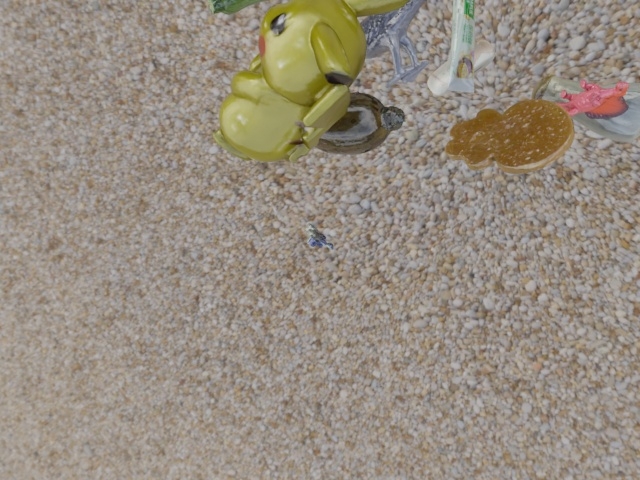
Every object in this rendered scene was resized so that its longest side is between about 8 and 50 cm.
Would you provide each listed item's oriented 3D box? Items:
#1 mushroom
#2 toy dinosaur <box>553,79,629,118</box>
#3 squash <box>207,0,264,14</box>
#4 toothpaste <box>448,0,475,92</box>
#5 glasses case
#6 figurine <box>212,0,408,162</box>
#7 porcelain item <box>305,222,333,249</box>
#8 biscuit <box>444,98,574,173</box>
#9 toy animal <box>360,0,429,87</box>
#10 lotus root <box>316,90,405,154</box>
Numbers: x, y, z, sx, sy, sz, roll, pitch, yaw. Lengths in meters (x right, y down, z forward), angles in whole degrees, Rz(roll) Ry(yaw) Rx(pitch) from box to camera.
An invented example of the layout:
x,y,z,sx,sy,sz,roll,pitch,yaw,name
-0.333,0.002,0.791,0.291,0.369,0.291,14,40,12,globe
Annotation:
x,y,z,sx,sy,sz,roll,pitch,yaw,name
0.758,-0.386,1.368,0.329,0.122,0.159,33,108,36,mushroom
0.676,-0.337,1.257,0.139,0.286,0.070,13,82,-13,toy dinosaur
-0.161,-0.556,1.094,0.068,0.219,0.077,51,147,-3,squash
0.354,-0.530,1.227,0.058,0.056,0.314,2,94,21,toothpaste
0.407,-0.500,1.434,0.204,0.051,0.081,-35,64,17,glasses case
-0.033,-0.233,0.722,0.169,0.218,0.327,32,140,-10,figurine
0.000,0.000,1.155,0.075,0.136,0.021,34,102,-12,porcelain item
0.442,-0.241,1.169,0.289,0.044,0.202,-3,61,36,biscuit
0.148,-0.417,0.994,0.367,0.081,0.205,-12,93,40,toy animal
0.060,-0.221,0.947,0.210,0.120,0.120,1,105,22,lotus root
